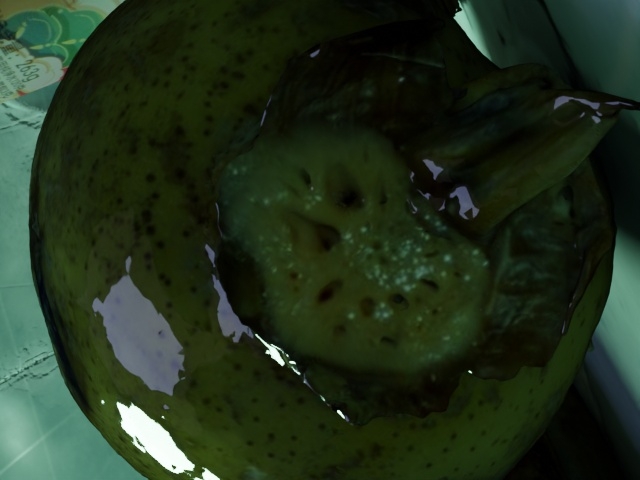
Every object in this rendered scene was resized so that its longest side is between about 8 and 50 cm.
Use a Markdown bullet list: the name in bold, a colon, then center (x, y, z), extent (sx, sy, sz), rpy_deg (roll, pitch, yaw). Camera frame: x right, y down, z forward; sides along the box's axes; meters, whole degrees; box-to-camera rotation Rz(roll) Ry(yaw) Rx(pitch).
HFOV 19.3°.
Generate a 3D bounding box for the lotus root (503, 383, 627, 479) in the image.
- **lotus root**: center (0.059, 0.122, 0.694), extent (0.124, 0.123, 0.241), rpy_deg (27, -146, -55)

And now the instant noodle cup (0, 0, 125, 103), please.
- **instant noodle cup**: center (-0.110, -0.159, 0.683), extent (0.258, 0.182, 0.302), rpy_deg (63, 179, -15)

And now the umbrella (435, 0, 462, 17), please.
- **umbrella**: center (0.022, -0.090, 0.546), extent (0.031, 0.020, 0.083), rpy_deg (-124, 13, -71)

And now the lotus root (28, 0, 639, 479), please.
- **lotus root**: center (-0.002, 0.001, 0.464), extent (0.154, 0.154, 0.278), rpy_deg (64, 170, -7)
